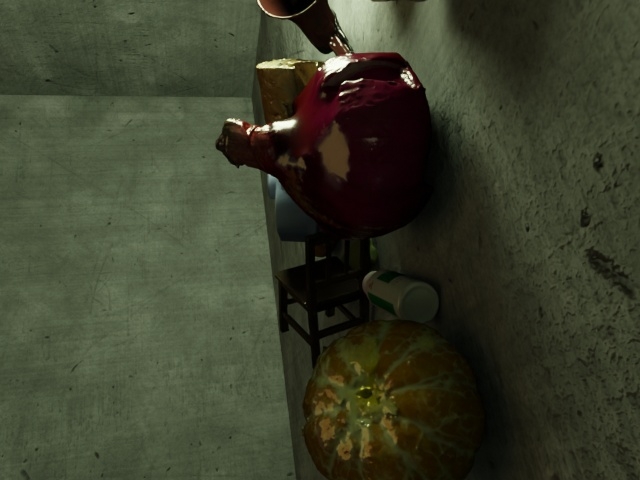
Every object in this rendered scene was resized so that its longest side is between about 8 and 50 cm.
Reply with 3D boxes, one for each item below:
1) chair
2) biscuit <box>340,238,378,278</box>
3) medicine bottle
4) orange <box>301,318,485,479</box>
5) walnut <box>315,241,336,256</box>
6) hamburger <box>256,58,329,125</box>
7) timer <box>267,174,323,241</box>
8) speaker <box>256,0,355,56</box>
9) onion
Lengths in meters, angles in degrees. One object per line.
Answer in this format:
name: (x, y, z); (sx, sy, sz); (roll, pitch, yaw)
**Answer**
chair: (0.002, 0.113, 1.436); (0.240, 0.203, 0.416); (-138, 40, -55)
biscuit: (0.102, 0.068, 1.490); (0.322, 0.038, 0.099); (120, 137, -68)
medicine bottle: (0.164, 0.117, 1.136); (0.260, 0.095, 0.095); (-165, 72, -74)
orange: (0.129, 0.305, 0.920); (0.249, 0.329, 0.329); (34, -138, -57)
walnut: (0.000, 0.000, 1.778); (0.207, 0.116, 0.115); (-179, 85, -84)
hamburger: (-0.057, -0.346, 1.288); (0.330, 0.162, 0.208); (-59, -30, -68)
timer: (-0.067, -0.172, 1.537); (0.395, 0.173, 0.394); (0, -90, -90)
speaker: (0.013, -0.602, 1.389); (0.198, 0.259, 0.329); (-63, -27, 4)
onion: (0.007, -0.173, 1.039); (0.398, 0.421, 0.398); (169, 90, -74)
